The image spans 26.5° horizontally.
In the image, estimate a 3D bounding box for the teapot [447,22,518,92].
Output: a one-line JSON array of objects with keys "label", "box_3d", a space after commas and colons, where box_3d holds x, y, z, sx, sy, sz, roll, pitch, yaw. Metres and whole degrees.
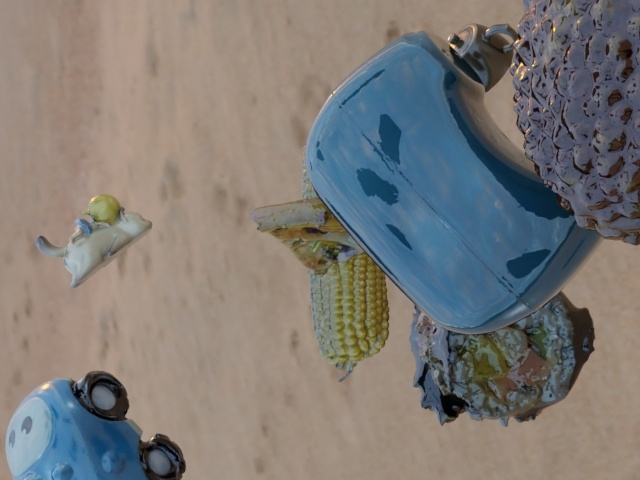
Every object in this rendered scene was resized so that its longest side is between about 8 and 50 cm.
[{"label": "teapot", "box_3d": [0.182, -0.221, 1.591, 0.121, 0.068, 0.076, -27, 37, 48]}]

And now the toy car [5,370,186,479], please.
[{"label": "toy car", "box_3d": [-0.318, 0.311, 1.814, 0.188, 0.190, 0.255, -37, 93, 35]}]

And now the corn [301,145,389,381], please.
[{"label": "corn", "box_3d": [0.030, 0.018, 1.691, 0.101, 0.102, 0.310, 153, 115, -65]}]

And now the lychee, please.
[{"label": "lychee", "box_3d": [0.264, -0.130, 1.062, 0.236, 0.236, 0.271, -13, 59, 65]}]

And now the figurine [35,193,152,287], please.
[{"label": "figurine", "box_3d": [-0.176, -0.005, 1.067, 0.050, 0.083, 0.047, 53, 155, -5]}]

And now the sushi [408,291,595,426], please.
[{"label": "sushi", "box_3d": [0.231, 0.144, 1.882, 0.219, 0.225, 0.238, 136, 153, -66]}]

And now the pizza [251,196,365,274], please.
[{"label": "pizza", "box_3d": [0.000, 0.000, 1.498, 0.176, 0.185, 0.036, 128, 141, -54]}]

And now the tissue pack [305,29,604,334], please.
[{"label": "tissue pack", "box_3d": [0.119, -0.043, 1.314, 0.287, 0.206, 0.198, 46, -168, 5]}]
